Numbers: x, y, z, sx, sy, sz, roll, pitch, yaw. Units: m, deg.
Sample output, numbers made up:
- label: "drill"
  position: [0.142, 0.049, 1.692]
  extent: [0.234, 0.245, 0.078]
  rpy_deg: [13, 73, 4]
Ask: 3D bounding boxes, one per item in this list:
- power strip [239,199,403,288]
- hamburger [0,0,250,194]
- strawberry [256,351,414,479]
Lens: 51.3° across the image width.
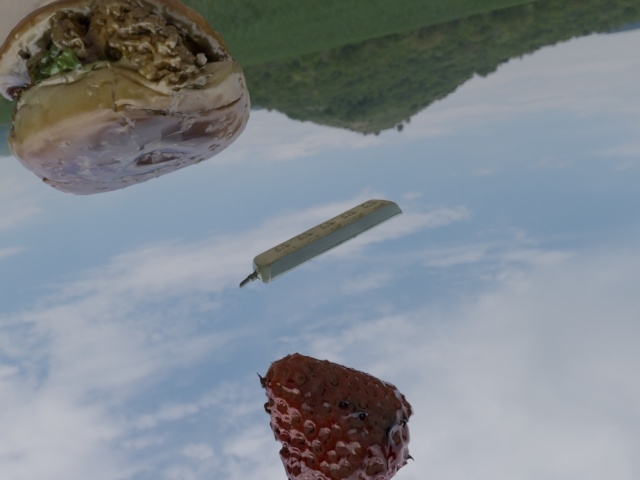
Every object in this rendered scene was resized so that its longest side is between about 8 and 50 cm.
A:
- label: "power strip"
  position: [0.000, 0.000, 0.885]
  extent: [0.252, 0.027, 0.060]
  rpy_deg: [-27, -162, -22]
- label: "hamburger"
  position: [-0.186, -0.139, 0.669]
  extent: [0.243, 0.146, 0.286]
  rpy_deg: [-8, 166, -43]
- label: "strawberry"
  position: [0.054, 0.311, 1.164]
  extent: [0.253, 0.280, 0.150]
  rpy_deg: [-18, 178, -30]
